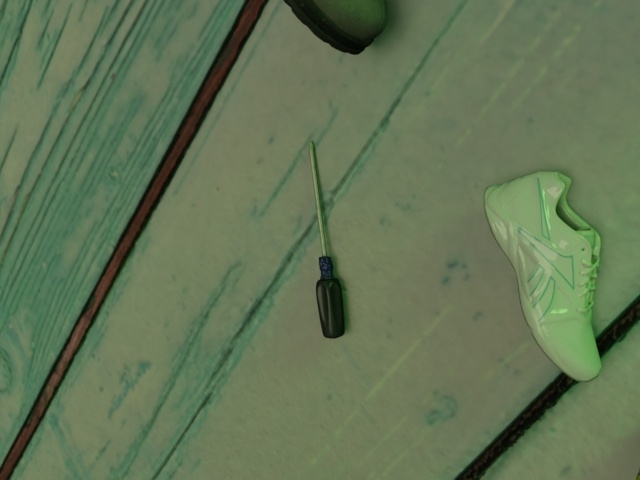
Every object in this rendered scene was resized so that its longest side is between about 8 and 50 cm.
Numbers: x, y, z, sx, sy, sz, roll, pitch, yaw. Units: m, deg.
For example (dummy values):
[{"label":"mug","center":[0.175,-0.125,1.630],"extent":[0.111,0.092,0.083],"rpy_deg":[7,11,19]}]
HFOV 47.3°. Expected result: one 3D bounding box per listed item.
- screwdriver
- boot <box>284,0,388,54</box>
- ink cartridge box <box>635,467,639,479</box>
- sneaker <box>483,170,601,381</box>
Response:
[{"label":"screwdriver","center":[0.000,0.000,0.621],"extent":[0.024,0.025,0.170],"rpy_deg":[-6,96,32]},{"label":"boot","center":[0.033,-0.322,0.496],"extent":[0.222,0.118,0.338],"rpy_deg":[-20,92,27]},{"label":"ink cartridge box","center":[0.224,0.192,0.394],"extent":[0.078,0.231,0.134],"rpy_deg":[-17,89,33]},{"label":"sneaker","center":[0.167,0.024,0.505],"extent":[0.061,0.053,0.152],"rpy_deg":[-23,86,30]}]
